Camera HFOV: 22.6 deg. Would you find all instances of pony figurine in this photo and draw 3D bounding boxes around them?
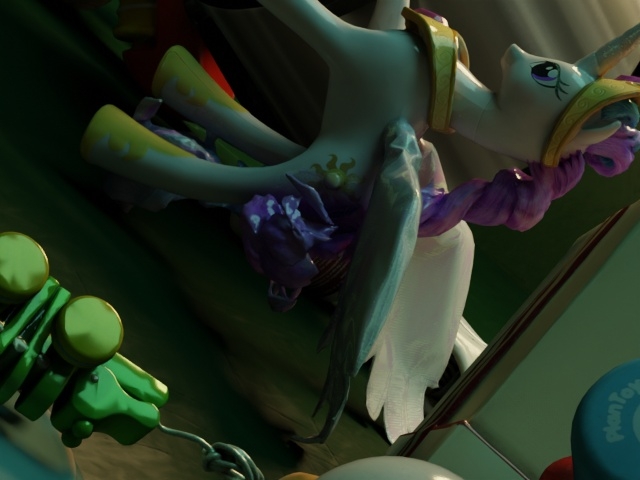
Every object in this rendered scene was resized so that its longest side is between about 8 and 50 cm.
[{"bbox_3d":[0.027,-0.046,1.126,0.363,0.351,0.303,24,1,13],"label":"pony figurine"}]

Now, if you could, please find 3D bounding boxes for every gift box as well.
[{"bbox_3d":[0.181,0.155,0.939,0.255,0.258,0.276,41,-11,7],"label":"gift box"}]

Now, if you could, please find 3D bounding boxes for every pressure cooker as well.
[{"bbox_3d":[0.066,-0.271,1.425,0.370,0.375,0.420,17,-32,51],"label":"pressure cooker"}]

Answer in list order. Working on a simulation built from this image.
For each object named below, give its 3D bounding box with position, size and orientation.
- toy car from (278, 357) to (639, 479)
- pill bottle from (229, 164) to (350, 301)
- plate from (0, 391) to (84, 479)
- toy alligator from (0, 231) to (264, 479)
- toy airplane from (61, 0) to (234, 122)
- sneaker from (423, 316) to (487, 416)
[{"bbox_3d":[0.050,0.168,0.644,0.238,0.210,0.219,7,-39,19],"label":"toy car"},{"bbox_3d":[0.000,0.000,1.428,0.152,0.086,0.086,38,9,-25],"label":"pill bottle"},{"bbox_3d":[-0.153,0.065,0.635,0.188,0.024,0.188,40,9,-8],"label":"plate"},{"bbox_3d":[-0.105,0.057,0.654,0.189,0.056,0.051,42,51,-9],"label":"toy alligator"},{"bbox_3d":[-0.189,-0.346,1.704,0.386,0.272,0.384,52,35,-28],"label":"toy airplane"},{"bbox_3d":[0.135,0.143,1.379,0.258,0.094,0.091,40,29,4],"label":"sneaker"}]
